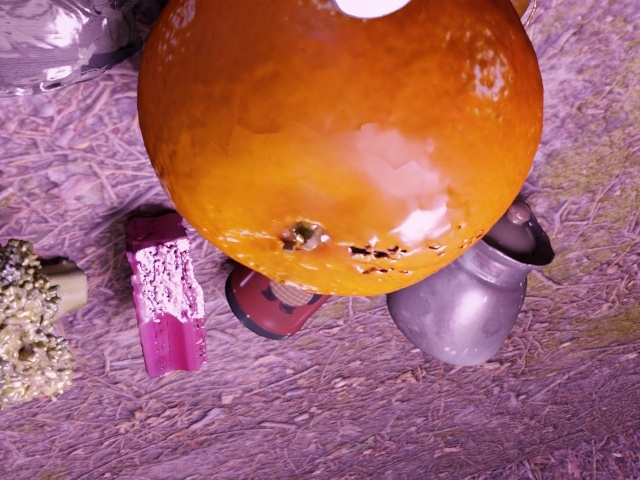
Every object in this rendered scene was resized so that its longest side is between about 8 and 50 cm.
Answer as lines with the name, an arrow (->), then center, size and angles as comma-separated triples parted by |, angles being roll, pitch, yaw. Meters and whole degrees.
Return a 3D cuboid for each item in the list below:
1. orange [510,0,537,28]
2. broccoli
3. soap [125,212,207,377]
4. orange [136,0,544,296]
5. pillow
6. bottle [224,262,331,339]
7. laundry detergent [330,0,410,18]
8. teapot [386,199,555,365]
orange -> 0.167, -0.296, 0.996 | 0.160, 0.112, 0.170 | -20, 125, 19
broccoli -> -0.440, 0.114, 1.162 | 0.288, 0.236, 0.259 | 0, 165, 44
soap -> -0.222, 0.068, 1.267 | 0.099, 0.162, 0.250 | -6, 143, -10
orange -> 0.013, -0.122, 0.911 | 0.423, 0.326, 0.424 | 10, 152, 6
pillow -> -0.341, -0.215, 0.854 | 0.334, 0.093, 0.162 | -7, 139, -18
bottle -> 0.000, 0.000, 1.309 | 0.144, 0.144, 0.336 | 13, 131, -40
laundry detergent -> -0.033, -0.295, 0.626 | 0.124, 0.398, 0.264 | 11, 135, -39
teapot -> 0.233, 0.020, 1.456 | 0.223, 0.305, 0.285 | -38, 163, -54
